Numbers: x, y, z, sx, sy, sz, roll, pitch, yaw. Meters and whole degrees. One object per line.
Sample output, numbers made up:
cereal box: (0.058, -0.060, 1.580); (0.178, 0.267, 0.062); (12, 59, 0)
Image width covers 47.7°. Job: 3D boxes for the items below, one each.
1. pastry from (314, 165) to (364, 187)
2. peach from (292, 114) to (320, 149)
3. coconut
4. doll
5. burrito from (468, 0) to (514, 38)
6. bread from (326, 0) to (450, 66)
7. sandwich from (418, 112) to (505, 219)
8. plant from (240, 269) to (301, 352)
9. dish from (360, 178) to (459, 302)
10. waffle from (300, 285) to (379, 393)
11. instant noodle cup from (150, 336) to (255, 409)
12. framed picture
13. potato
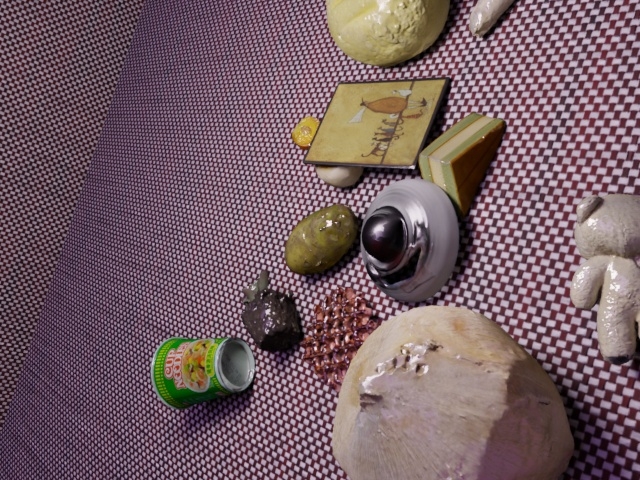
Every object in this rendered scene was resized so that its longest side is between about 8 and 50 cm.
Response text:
pastry: (0.054, -0.209, 1.845); (0.156, 0.092, 0.157); (-19, 62, 41)
peach: (-0.027, -0.290, 1.997); (0.098, 0.061, 0.098); (-10, 65, 22)
coconut: (0.201, 0.301, 1.239); (0.404, 0.404, 0.405); (-23, 58, 42)
doll: (0.507, 0.065, 1.198); (0.149, 0.175, 0.278); (112, 158, -77)
burrito: (0.423, -0.570, 1.597); (0.275, 0.059, 0.082); (-48, 29, 24)
bread: (0.153, -0.592, 1.777); (0.320, 0.237, 0.321); (-27, 54, 45)
sandwich: (0.320, -0.166, 1.579); (0.187, 0.144, 0.117); (-37, 36, -18)
plant: (-0.134, 0.185, 1.859); (0.142, 0.131, 0.203); (-44, 55, 30)
dish: (0.155, -0.002, 1.562); (0.273, 0.133, 0.274); (-4, 85, 53)
waffle: (0.046, 0.226, 1.697); (0.221, 0.055, 0.234); (41, 111, 48)
instant noodle cup: (-0.304, 0.345, 1.958); (0.232, 0.207, 0.207); (-16, 62, 35)
framed picture: (0.130, -0.286, 1.757); (0.338, 0.014, 0.256); (8, 66, 40)
potato: (0.000, 0.000, 1.805); (0.251, 0.113, 0.150); (-44, 53, 40)
